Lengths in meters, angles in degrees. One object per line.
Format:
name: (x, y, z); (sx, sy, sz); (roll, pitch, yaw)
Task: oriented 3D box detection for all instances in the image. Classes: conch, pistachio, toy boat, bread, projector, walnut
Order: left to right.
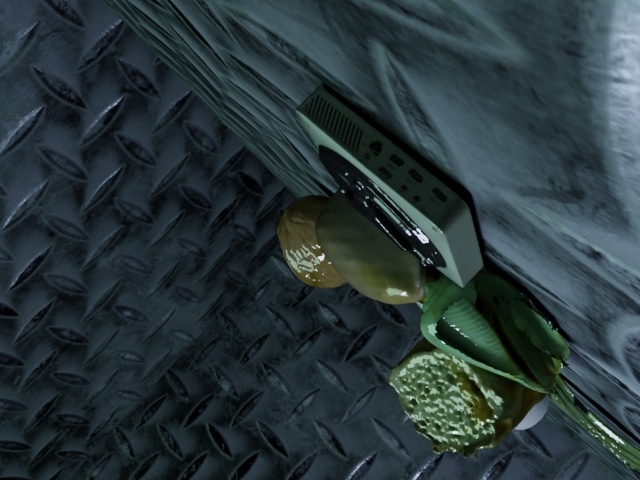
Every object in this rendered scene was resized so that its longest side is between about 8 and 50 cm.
walnut: (0.001, -0.002, 2.043); (0.313, 0.252, 0.277); (48, -172, -28)
pistachio: (0.109, 0.002, 1.123); (0.166, 0.197, 0.288); (-16, -150, -39)
projector: (0.093, -0.058, 0.871); (0.257, 0.079, 0.259); (43, 178, 26)
bread: (0.267, 0.236, 1.140); (0.252, 0.196, 0.238); (-12, -132, -43)
conch: (0.267, 0.129, 0.973); (0.250, 0.144, 0.137); (26, -168, 12)
toy boat: (0.588, 0.390, 1.369); (0.293, 0.055, 0.093); (42, -178, 22)

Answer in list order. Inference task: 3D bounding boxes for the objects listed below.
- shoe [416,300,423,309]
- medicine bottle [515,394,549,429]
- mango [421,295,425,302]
shoe: (0.280, 0.153, 1.394); (0.227, 0.099, 0.125); (38, 162, 20)
medicine bottle: (0.505, 0.397, 1.849); (0.273, 0.165, 0.165); (43, 179, -16)
mango: (0.233, 0.081, 1.268); (0.111, 0.089, 0.163); (29, 162, 31)
